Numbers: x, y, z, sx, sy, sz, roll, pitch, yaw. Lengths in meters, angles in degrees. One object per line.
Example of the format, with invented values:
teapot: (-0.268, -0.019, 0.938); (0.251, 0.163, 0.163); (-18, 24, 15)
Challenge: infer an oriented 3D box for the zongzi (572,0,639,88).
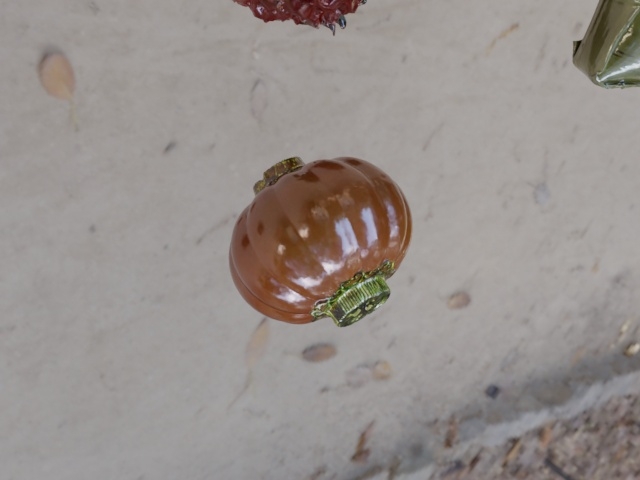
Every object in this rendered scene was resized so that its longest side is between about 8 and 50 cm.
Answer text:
zongzi: (0.459, -0.280, 1.256); (0.256, 0.115, 0.228); (12, 115, -8)

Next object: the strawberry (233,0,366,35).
strawberry: (-0.019, -0.391, 1.296); (0.150, 0.253, 0.280); (-73, -173, -56)

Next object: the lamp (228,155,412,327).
lamp: (0.000, 0.000, 1.197); (0.223, 0.196, 0.223); (-29, 164, -9)
